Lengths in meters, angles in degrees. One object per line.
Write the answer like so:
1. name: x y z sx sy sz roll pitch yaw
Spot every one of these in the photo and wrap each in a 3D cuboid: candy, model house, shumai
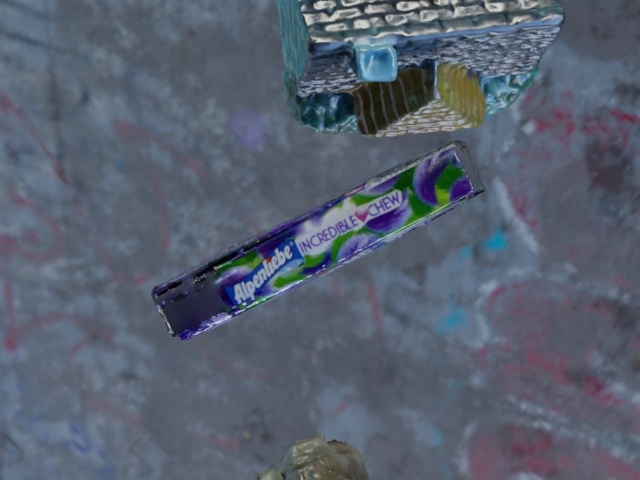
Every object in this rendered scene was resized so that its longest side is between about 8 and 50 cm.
1. candy: 0.000 0.000 1.308 0.312 0.088 0.061 -26 92 16
2. model house: 0.104 -0.179 1.340 0.261 0.241 0.226 -9 112 -7
3. shumai: -0.024 0.322 1.659 0.185 0.218 0.184 40 120 33
